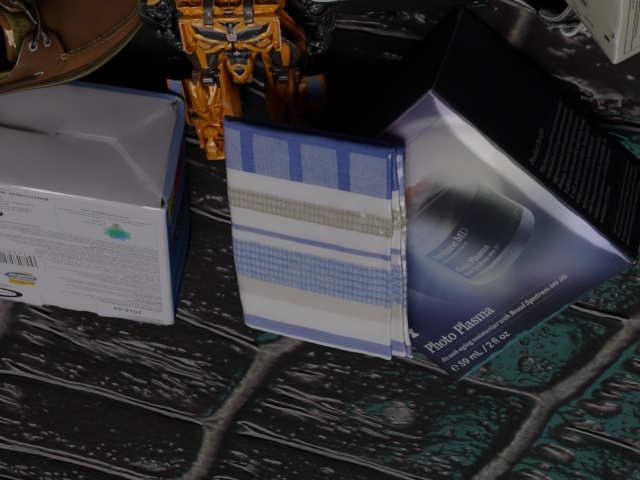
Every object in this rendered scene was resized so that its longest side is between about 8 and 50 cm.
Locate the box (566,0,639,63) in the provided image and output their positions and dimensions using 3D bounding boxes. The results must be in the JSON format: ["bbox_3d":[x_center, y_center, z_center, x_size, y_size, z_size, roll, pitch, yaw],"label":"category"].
[{"bbox_3d":[0.331,-0.290,1.306,0.232,0.127,0.148,-28,153,-6],"label":"box"}]

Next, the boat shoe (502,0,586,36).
[{"bbox_3d":[0.243,-0.258,1.453,0.335,0.119,0.121,19,136,-10],"label":"boat shoe"}]

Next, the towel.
[{"bbox_3d":[0.000,0.000,1.575,0.209,0.034,0.285,10,128,20],"label":"towel"}]

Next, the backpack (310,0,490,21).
[{"bbox_3d":[0.066,-0.342,1.297,0.225,0.253,0.191,-6,174,19],"label":"backpack"}]

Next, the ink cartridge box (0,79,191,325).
[{"bbox_3d":[-0.295,-0.030,1.725,0.270,0.151,0.395,9,153,0],"label":"ink cartridge box"}]

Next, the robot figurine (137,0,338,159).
[{"bbox_3d":[-0.080,-0.196,1.569,0.211,0.085,0.291,-2,150,5],"label":"robot figurine"}]

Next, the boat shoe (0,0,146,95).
[{"bbox_3d":[-0.314,-0.208,1.516,0.307,0.104,0.111,-27,91,-10],"label":"boat shoe"}]

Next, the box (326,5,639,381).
[{"bbox_3d":[0.154,-0.042,1.622,0.294,0.183,0.296,38,131,-12],"label":"box"}]
